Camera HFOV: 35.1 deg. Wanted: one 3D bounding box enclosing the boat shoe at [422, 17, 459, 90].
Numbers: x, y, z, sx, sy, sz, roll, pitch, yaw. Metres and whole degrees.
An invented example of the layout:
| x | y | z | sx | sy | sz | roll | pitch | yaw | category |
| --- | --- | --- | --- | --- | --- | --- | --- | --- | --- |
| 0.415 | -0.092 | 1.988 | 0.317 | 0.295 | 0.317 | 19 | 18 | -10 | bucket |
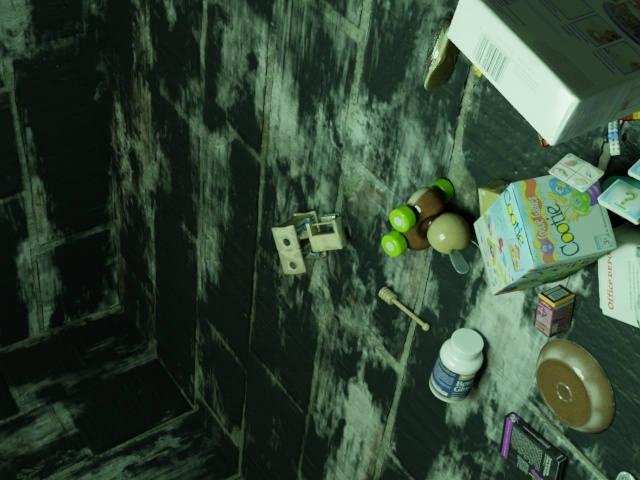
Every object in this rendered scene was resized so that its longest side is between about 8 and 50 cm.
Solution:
| x | y | z | sx | sy | sz | roll | pitch | yaw | category |
| --- | --- | --- | --- | --- | --- | --- | --- | --- | --- |
| 0.230 | -0.356 | 1.933 | 0.049 | 0.056 | 0.152 | 56 | 140 | 32 | boat shoe |

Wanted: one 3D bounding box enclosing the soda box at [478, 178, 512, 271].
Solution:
| x | y | z | sx | sy | sz | roll | pitch | yaw | category |
| --- | --- | --- | --- | --- | --- | --- | --- | --- | --- |
| 0.349 | -0.020 | 1.941 | 0.058 | 0.061 | 0.181 | 23 | 129 | 52 | soda box |

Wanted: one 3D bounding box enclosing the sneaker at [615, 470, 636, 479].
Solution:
| x | y | z | sx | sy | sz | roll | pitch | yaw | category |
| --- | --- | --- | --- | --- | --- | --- | --- | --- | --- |
| 0.526 | 0.512 | 1.959 | 0.282 | 0.099 | 0.153 | 10 | 123 | 50 | sneaker |

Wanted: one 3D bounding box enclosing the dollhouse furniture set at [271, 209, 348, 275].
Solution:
| x | y | z | sx | sy | sz | roll | pitch | yaw | category |
| --- | --- | --- | --- | --- | --- | --- | --- | --- | --- |
| 0.000 | 0.000 | 2.539 | 0.184 | 0.129 | 0.129 | -7 | 106 | 30 | dollhouse furniture set |

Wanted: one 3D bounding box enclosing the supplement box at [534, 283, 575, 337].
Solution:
| x | y | z | sx | sy | sz | roll | pitch | yaw | category |
| --- | --- | --- | --- | --- | --- | --- | --- | --- | --- |
| 0.439 | 0.133 | 1.899 | 0.043 | 0.055 | 0.083 | 40 | 140 | 44 | supplement box |

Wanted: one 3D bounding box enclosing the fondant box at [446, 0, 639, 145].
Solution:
| x | y | z | sx | sy | sz | roll | pitch | yaw | category |
| --- | --- | --- | --- | --- | --- | --- | --- | --- | --- |
| 0.381 | -0.286 | 1.417 | 0.238 | 0.330 | 0.096 | 53 | 150 | 26 | fondant box |

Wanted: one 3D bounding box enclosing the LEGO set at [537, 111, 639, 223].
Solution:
| x | y | z | sx | sy | sz | roll | pitch | yaw | category |
| --- | --- | --- | --- | --- | --- | --- | --- | --- | --- |
| 0.451 | -0.148 | 1.553 | 0.244 | 0.182 | 0.060 | 40 | 166 | 44 | LEGO set |

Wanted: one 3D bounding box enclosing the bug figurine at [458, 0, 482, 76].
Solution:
| x | y | z | sx | sy | sz | roll | pitch | yaw | category |
| --- | --- | --- | --- | --- | --- | --- | --- | --- | --- |
| 0.327 | -0.405 | 1.704 | 0.216 | 0.072 | 0.279 | 68 | 157 | 14 | bug figurine |

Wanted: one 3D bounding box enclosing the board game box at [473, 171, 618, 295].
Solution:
| x | y | z | sx | sy | sz | roll | pitch | yaw | category |
| --- | --- | --- | --- | --- | --- | --- | --- | --- | --- |
| 0.372 | -0.010 | 1.713 | 0.275 | 0.142 | 0.144 | 108 | 150 | -77 | board game box |

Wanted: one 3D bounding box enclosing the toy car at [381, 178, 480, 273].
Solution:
| x | y | z | sx | sy | sz | roll | pitch | yaw | category |
| --- | --- | --- | --- | --- | --- | --- | --- | --- | --- |
| 0.249 | -0.007 | 2.051 | 0.188 | 0.155 | 0.149 | 40 | 142 | 22 | toy car |

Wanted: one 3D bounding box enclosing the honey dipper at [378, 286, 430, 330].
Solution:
| x | y | z | sx | sy | sz | roll | pitch | yaw | category |
| --- | --- | --- | --- | --- | --- | --- | --- | --- | --- |
| 0.199 | 0.163 | 2.369 | 0.161 | 0.030 | 0.030 | 39 | 140 | 36 | honey dipper |

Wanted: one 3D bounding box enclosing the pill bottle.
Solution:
| x | y | z | sx | sy | sz | roll | pitch | yaw | category |
| --- | --- | --- | --- | --- | --- | --- | --- | --- | --- |
| 0.298 | 0.268 | 2.194 | 0.094 | 0.094 | 0.169 | 50 | 147 | 31 | pill bottle |

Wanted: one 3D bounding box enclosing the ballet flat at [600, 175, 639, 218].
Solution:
| x | y | z | sx | sy | sz | roll | pitch | yaw | category |
| --- | --- | --- | --- | --- | --- | --- | --- | --- | --- |
| 0.544 | -0.046 | 1.595 | 0.232 | 0.080 | 0.073 | 31 | 163 | 52 | ballet flat |

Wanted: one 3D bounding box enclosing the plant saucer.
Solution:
| x | y | z | sx | sy | sz | roll | pitch | yaw | category |
| --- | --- | --- | --- | --- | --- | --- | --- | --- | --- |
| 0.480 | 0.288 | 1.955 | 0.198 | 0.036 | 0.198 | 38 | 139 | 42 | plant saucer |

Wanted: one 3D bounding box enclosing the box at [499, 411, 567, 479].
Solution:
| x | y | z | sx | sy | sz | roll | pitch | yaw | category |
| --- | --- | --- | --- | --- | --- | --- | --- | --- | --- |
| 0.446 | 0.452 | 2.136 | 0.162 | 0.029 | 0.116 | 42 | 143 | 42 | box |

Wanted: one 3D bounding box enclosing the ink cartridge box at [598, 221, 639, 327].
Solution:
| x | y | z | sx | sy | sz | roll | pitch | yaw | category |
| --- | --- | --- | --- | --- | --- | --- | --- | --- | --- |
| 0.552 | 0.068 | 1.621 | 0.208 | 0.087 | 0.153 | 24 | 129 | 53 | ink cartridge box |
